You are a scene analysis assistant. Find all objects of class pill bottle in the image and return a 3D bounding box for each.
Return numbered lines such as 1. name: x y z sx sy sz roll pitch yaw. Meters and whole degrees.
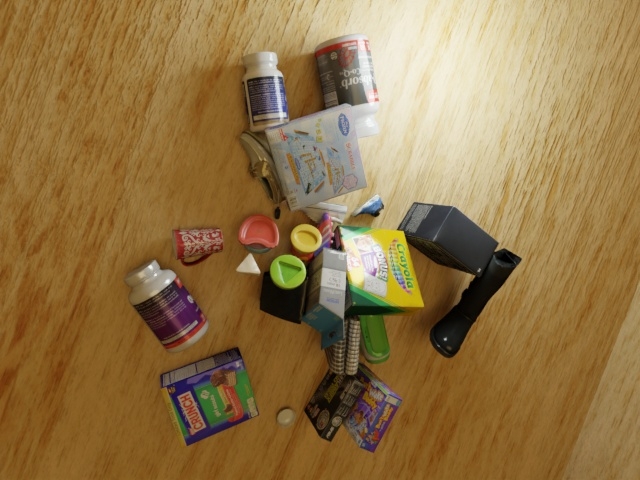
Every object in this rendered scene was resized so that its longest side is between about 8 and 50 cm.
1. pill bottle: 0.113 -0.577 1.655 0.210 0.210 0.363 -17 104 -17
2. pill bottle: -0.204 -0.536 1.573 0.153 0.153 0.265 -11 103 -19
3. pill bottle: -0.557 0.233 1.548 0.181 0.181 0.323 -33 108 -13

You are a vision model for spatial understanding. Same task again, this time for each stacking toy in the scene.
1. stacking toy: -0.172 0.060 1.638 0.309 0.130 0.279 16 60 -4

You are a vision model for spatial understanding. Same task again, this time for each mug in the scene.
1. mug: -0.460 0.015 1.607 0.169 0.150 0.113 -8 65 -23

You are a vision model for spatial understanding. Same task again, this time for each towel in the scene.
1. towel: 0.084 0.389 1.765 0.121 0.284 0.235 1 97 -5

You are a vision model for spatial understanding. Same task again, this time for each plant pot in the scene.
1. plant pot: -0.152 0.208 1.704 0.167 0.187 0.188 7 97 -8

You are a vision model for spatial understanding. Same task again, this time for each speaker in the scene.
1. speaker: 0.223 0.386 1.894 0.131 0.131 0.296 -18 104 -17

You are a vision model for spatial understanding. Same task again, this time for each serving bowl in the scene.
1. serving bowl: -0.152 0.765 1.865 0.083 0.027 0.083 -4 100 -20

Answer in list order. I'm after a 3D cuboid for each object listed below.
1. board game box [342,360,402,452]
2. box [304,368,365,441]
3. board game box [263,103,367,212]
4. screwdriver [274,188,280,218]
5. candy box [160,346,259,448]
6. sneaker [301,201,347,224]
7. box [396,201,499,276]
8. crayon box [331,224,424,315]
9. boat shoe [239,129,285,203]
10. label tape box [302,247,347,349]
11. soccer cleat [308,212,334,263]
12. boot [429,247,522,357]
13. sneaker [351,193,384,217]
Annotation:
1. board game box: 0.174 0.675 1.801 0.078 0.347 0.233 31 86 -21
2. box: 0.054 0.671 1.826 0.060 0.216 0.270 33 87 -21
3. board game box: -0.010 -0.300 1.584 0.318 0.066 0.319 -18 118 -6
4. screwdriver: -0.163 -0.137 1.662 0.024 0.170 0.025 -16 63 -19
5. candy box: -0.433 0.609 1.686 0.317 0.122 0.268 -17 104 -16
6. sneaker: -0.012 -0.113 1.744 0.258 0.094 0.091 7 98 -19
7. box: 0.542 -0.013 1.859 0.296 0.294 0.183 33 86 -22
8. crayon box: 0.224 0.121 1.755 0.313 0.106 0.363 4 57 -20
9. boat shoe: -0.215 -0.274 1.632 0.103 0.113 0.302 -44 111 -15
10. label tape box: 0.007 0.227 1.649 0.106 0.240 0.334 12 62 -16
11. soccer cleat: 0.000 0.000 1.739 0.095 0.083 0.248 -1 126 -6
12. boot: 0.673 0.263 1.857 0.146 0.367 0.445 37 123 11
13. sneaker: 0.209 -0.125 1.843 0.152 0.058 0.084 -38 101 -18
